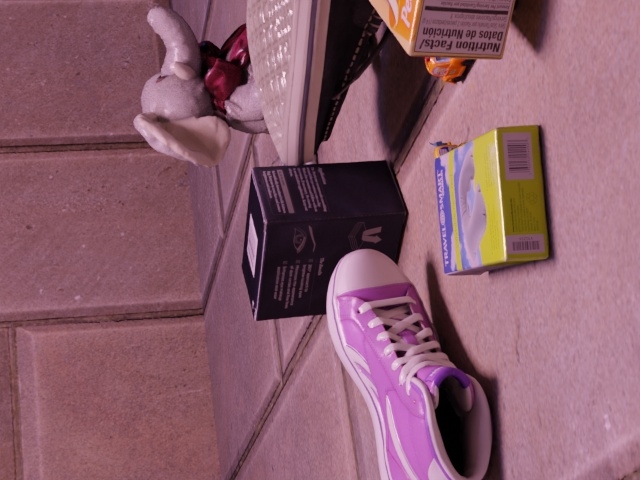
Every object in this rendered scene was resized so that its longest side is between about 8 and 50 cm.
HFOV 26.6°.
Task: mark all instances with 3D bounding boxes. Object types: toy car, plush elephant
[{"bbox_3d":[0.115,-0.129,1.222,0.060,0.040,0.122,160,107,-77],"label":"toy car"},{"bbox_3d":[-0.132,-0.222,1.828,0.272,0.255,0.330,-130,38,-70],"label":"plush elephant"}]

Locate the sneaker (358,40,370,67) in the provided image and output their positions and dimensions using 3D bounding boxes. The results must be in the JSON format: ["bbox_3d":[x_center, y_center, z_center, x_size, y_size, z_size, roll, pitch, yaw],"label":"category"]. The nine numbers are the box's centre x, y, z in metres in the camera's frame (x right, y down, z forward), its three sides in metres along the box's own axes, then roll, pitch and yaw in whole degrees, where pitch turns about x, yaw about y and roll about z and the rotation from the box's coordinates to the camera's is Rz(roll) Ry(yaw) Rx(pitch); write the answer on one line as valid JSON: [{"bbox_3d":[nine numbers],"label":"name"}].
[{"bbox_3d":[0.013,-0.296,1.560,0.106,0.078,0.234,101,163,-56],"label":"sneaker"}]

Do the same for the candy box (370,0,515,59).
[{"bbox_3d":[0.106,-0.320,1.048,0.183,0.087,0.316,-114,28,-56],"label":"candy box"}]

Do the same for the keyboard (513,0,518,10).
[{"bbox_3d":[0.132,-0.263,1.153,0.108,0.023,0.180,133,134,-73],"label":"keyboard"}]

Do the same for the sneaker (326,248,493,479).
[{"bbox_3d":[0.094,0.113,1.278,0.161,0.102,0.282,117,137,-60],"label":"sneaker"}]

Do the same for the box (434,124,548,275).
[{"bbox_3d":[0.138,-0.029,1.141,0.178,0.042,0.109,155,111,-76],"label":"box"}]

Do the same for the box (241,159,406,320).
[{"bbox_3d":[0.000,0.000,1.507,0.093,0.158,0.156,-106,18,-44],"label":"box"}]

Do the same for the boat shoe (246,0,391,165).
[{"bbox_3d":[0.026,-0.267,1.324,0.500,0.156,0.187,103,154,-45],"label":"boat shoe"}]
